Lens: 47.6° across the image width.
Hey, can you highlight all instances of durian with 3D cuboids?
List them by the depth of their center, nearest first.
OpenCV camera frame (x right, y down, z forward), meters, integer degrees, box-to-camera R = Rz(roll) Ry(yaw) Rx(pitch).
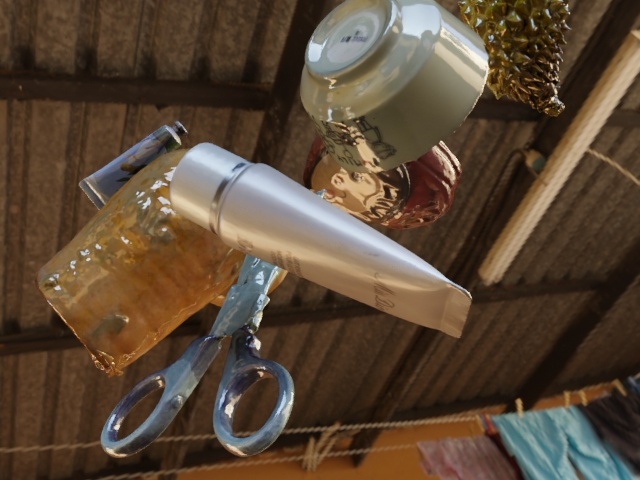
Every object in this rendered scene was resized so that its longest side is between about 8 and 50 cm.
[{"bbox_3d":[0.317,-0.344,1.173,0.172,0.306,0.166,-17,-2,11],"label":"durian"}]

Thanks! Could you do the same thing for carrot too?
[{"bbox_3d":[-0.249,0.020,1.095,0.341,0.224,0.224,-42,-36,-19],"label":"carrot"}]

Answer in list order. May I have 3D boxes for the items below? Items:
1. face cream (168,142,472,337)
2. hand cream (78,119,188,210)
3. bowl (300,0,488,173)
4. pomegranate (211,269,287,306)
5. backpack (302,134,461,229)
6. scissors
[{"bbox_3d":[0.000,0.000,0.702,0.089,0.314,0.143,-59,-17,-18],"label":"face cream"},{"bbox_3d":[-0.422,-0.177,1.672,0.271,0.058,0.091,-38,-80,-2],"label":"hand cream"},{"bbox_3d":[0.059,-0.186,0.778,0.211,0.211,0.112,-40,-47,14],"label":"bowl"},{"bbox_3d":[-0.158,-0.001,1.433,0.270,0.252,0.229,-37,-82,-10],"label":"pomegranate"},{"bbox_3d":[0.094,-0.104,1.041,0.229,0.138,0.229,18,-32,11],"label":"backpack"},{"bbox_3d":[-0.090,0.074,0.824,0.256,0.383,0.029,-14,-51,34],"label":"scissors"}]
